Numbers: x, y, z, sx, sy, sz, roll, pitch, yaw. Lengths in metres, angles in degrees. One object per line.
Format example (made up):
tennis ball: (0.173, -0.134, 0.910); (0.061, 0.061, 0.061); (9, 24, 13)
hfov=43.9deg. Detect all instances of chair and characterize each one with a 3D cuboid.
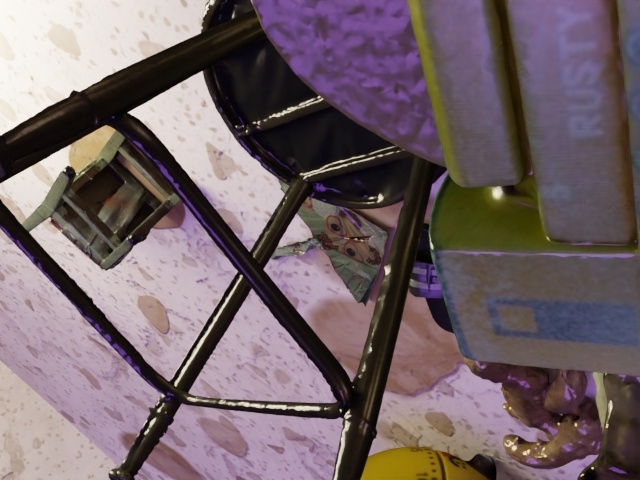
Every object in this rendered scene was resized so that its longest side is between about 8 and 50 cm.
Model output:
chair: (-0.091, -0.031, 0.732); (0.364, 0.410, 0.362); (-12, 122, 49)
chair: (-0.322, -0.042, 1.171); (0.147, 0.136, 0.270); (47, 143, -10)

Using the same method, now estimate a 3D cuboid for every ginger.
ginger: (0.265, 0.179, 0.971); (0.149, 0.065, 0.259); (-8, 120, 31)

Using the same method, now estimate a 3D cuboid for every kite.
kite: (-0.001, 0.001, 1.042); (0.250, 0.012, 0.229); (-12, 119, 49)

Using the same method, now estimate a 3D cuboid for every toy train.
toy train: (0.157, -0.082, 0.377); (0.253, 0.160, 0.397); (1, 131, 28)

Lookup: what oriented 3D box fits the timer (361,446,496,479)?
timer: (0.185, 0.484, 1.182); (0.386, 0.376, 0.376); (11, 143, 0)

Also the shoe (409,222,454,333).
shoe: (0.139, 0.059, 0.949); (0.071, 0.049, 0.179); (8, 135, 35)

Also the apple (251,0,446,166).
apple: (0.147, -0.195, 0.441); (0.360, 0.312, 0.320); (21, 179, 0)

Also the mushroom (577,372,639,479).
mushroom: (0.295, 0.060, 0.626); (0.211, 0.292, 0.218); (8, 126, 22)
